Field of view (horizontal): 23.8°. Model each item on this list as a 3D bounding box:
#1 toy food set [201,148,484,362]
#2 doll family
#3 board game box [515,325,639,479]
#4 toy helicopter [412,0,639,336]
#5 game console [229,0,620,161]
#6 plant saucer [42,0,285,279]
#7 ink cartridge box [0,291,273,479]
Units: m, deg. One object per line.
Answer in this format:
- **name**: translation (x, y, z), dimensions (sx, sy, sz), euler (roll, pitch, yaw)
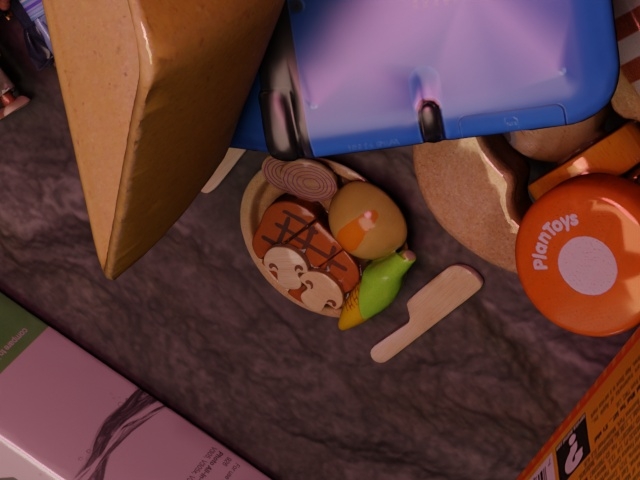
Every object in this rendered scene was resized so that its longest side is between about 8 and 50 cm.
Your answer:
- **toy food set**: translation (0.000, 0.000, 1.001), dimensions (0.192, 0.038, 0.132), euler (43, 131, -2)
- **doll family**: translation (-0.212, -0.146, 1.011), dimensions (0.193, 0.076, 0.111), euler (-24, 102, 33)
- **board game box**: translation (0.303, 0.221, 0.670), dimensions (0.356, 0.356, 0.356), euler (23, 124, -13)
- **toy helicopter**: translation (0.152, -0.142, 0.791), dimensions (0.235, 0.140, 0.355), euler (35, 120, 17)
- **game console**: translation (0.015, -0.199, 0.787), dimensions (0.250, 0.173, 0.293), euler (-7, 100, 13)
- **plant saucer**: translation (-0.094, -0.180, 0.737), dimensions (0.333, 0.081, 0.333), euler (123, 134, -72)
- **ink cartridge box**: translation (-0.205, 0.204, 1.196), dimensions (0.289, 0.121, 0.211), euler (33, 131, 6)
